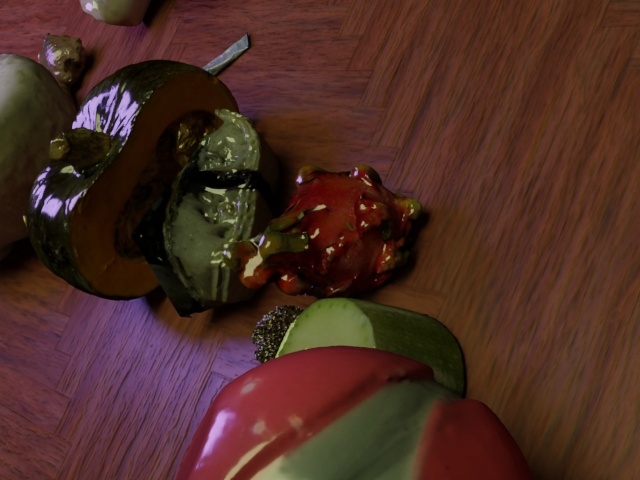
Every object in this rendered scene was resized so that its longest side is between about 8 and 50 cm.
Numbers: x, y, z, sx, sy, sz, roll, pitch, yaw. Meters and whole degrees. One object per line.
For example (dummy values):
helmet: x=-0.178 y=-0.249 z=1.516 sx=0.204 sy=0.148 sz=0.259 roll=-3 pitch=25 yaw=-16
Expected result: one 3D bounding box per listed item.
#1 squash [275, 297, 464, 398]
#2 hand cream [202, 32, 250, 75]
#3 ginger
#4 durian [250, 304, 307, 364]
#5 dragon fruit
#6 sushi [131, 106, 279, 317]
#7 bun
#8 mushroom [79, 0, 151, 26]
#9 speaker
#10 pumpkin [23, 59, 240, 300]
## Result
squash: x=0.037 y=0.129 z=0.972 sx=0.170 sy=0.123 sz=0.170 roll=-21 pitch=56 yaw=34
hand cream: x=-0.135 y=-0.258 z=1.501 sx=0.093 sy=0.019 sz=0.030 roll=-33 pitch=42 yaw=18
ginger: x=-0.434 y=-0.287 z=1.803 sx=0.096 sy=0.067 sz=0.165 roll=-31 pitch=59 yaw=22
durian: x=-0.028 y=0.103 z=1.094 sx=0.091 sy=0.080 sz=0.080 roll=-31 pitch=43 yaw=6
dragon fruit: x=0.000 y=0.000 z=1.084 sx=0.133 sy=0.208 sz=0.150 roll=-158 pitch=55 yaw=-64
sushi: x=-0.096 y=-0.048 z=1.250 sx=0.109 sy=0.134 sz=0.273 roll=2 pitch=47 yaw=31
bun: x=-0.530 y=-0.114 z=1.672 sx=0.360 sy=0.211 sz=0.359 roll=-23 pitch=42 yaw=23
mushroom: x=-0.282 y=-0.521 z=1.613 sx=0.356 sy=0.315 sz=0.315 roll=-43 pitch=39 yaw=1
speaker: x=0.026 y=0.230 z=0.791 sx=0.294 sy=0.294 sz=0.294 roll=-27 pitch=47 yaw=33
pumpkin: x=-0.247 y=-0.089 z=1.336 sx=0.139 sy=0.222 sz=0.317 roll=24 pitch=82 yaw=52
